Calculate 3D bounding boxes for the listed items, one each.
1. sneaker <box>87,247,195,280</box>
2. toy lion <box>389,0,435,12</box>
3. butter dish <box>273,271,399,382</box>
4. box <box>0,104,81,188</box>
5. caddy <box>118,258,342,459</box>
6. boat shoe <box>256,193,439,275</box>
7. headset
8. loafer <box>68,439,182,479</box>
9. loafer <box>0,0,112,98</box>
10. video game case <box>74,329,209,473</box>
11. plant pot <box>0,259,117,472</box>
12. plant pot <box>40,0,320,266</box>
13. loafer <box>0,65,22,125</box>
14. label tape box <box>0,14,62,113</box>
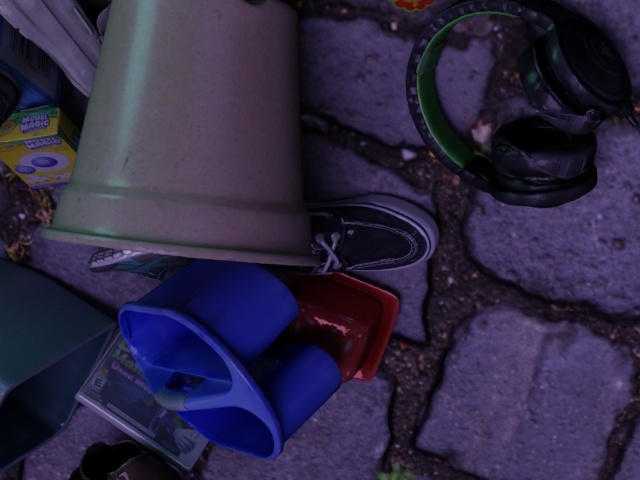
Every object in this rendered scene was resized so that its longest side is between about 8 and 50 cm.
[{"bbox_3d":[-0.246,0.028,2.100,0.166,0.065,0.076,-15,118,27],"label":"sneaker"},{"bbox_3d":[0.093,-0.316,1.807,0.100,0.034,0.096,2,127,17],"label":"toy lion"},{"bbox_3d":[0.006,0.130,2.041,0.160,0.118,0.160,22,124,6],"label":"butter dish"},{"bbox_3d":[-0.365,-0.124,1.990,0.105,0.043,0.179,-7,156,12],"label":"box"},{"bbox_3d":[-0.135,0.159,1.974,0.241,0.179,0.341,57,155,-18],"label":"caddy"},{"bbox_3d":[0.000,0.000,1.976,0.301,0.102,0.108,8,121,14],"label":"boat shoe"},{"bbox_3d":[0.272,-0.130,1.763,0.394,0.185,0.243,27,125,15],"label":"headset"},{"bbox_3d":[-0.281,0.334,2.175,0.130,0.134,0.366,60,155,-10],"label":"loafer"},{"bbox_3d":[-0.289,-0.258,1.888,0.111,0.112,0.319,-41,130,4],"label":"loafer"},{"bbox_3d":[-0.220,0.206,2.130,0.190,0.173,0.022,35,146,-3],"label":"video game case"},{"bbox_3d":[-0.491,0.165,2.160,0.252,0.248,0.247,39,125,12],"label":"plant pot"},{"bbox_3d":[-0.149,-0.137,1.805,0.334,0.334,0.305,7,92,14],"label":"plant pot"},{"bbox_3d":[-0.491,-0.127,1.890,0.302,0.095,0.109,-19,134,33],"label":"loafer"},{"bbox_3d":[-0.545,-0.219,1.952,0.348,0.115,0.249,-13,151,26],"label":"label tape box"}]
